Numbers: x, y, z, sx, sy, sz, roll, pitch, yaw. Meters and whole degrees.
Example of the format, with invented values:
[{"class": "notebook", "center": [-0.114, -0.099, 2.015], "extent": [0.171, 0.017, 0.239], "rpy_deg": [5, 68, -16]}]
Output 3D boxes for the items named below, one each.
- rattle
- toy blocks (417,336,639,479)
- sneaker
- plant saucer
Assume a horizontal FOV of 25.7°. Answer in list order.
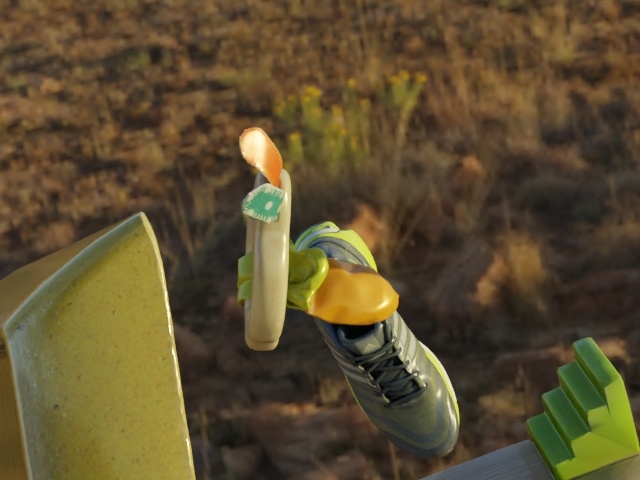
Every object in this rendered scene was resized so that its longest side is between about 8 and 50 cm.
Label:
[{"class": "rattle", "center": [0.000, 0.000, 1.101], "extent": [0.142, 0.200, 0.130], "rpy_deg": [15, 42, 4]}, {"class": "toy blocks", "center": [0.087, 0.275, 0.780], "extent": [0.260, 0.381, 0.191], "rpy_deg": [-20, 26, -2]}, {"class": "sneaker", "center": [0.057, 0.123, 1.569], "extent": [0.111, 0.300, 0.121], "rpy_deg": [-33, 7, 8]}, {"class": "plant saucer", "center": [-0.165, 0.169, 0.867], "extent": [0.081, 0.333, 0.333], "rpy_deg": [-7, -4, -25]}]
